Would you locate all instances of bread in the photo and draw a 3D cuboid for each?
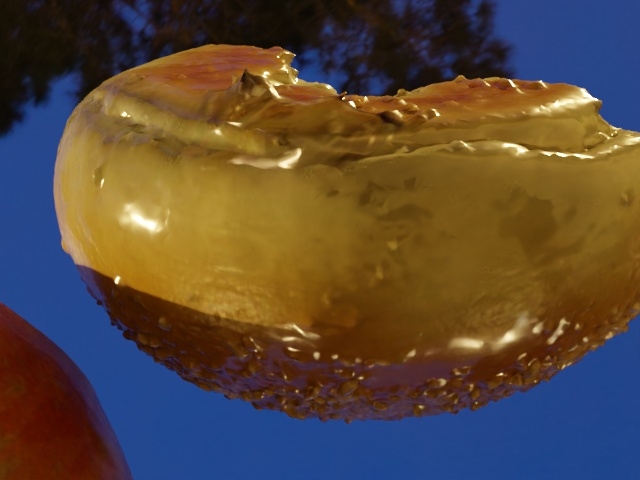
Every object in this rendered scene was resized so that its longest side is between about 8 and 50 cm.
[{"bbox_3d":[0.001,0.002,0.645,0.192,0.314,0.171,-29,-56,-61],"label":"bread"}]

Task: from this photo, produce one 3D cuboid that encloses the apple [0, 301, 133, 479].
[{"bbox_3d":[-0.211,0.163,0.598,0.302,0.301,0.301,2,-97,-20],"label":"apple"}]
